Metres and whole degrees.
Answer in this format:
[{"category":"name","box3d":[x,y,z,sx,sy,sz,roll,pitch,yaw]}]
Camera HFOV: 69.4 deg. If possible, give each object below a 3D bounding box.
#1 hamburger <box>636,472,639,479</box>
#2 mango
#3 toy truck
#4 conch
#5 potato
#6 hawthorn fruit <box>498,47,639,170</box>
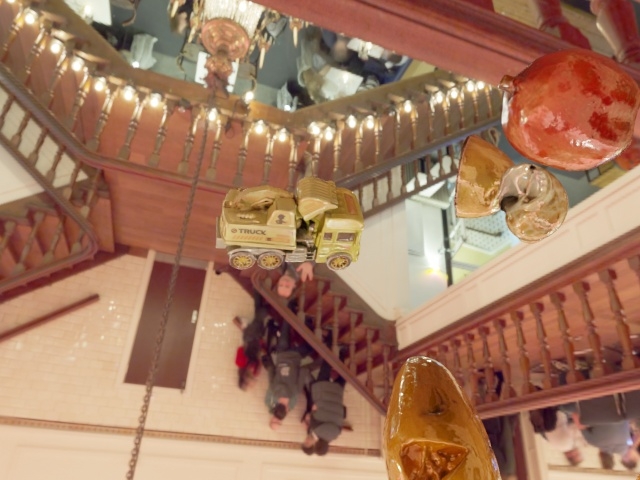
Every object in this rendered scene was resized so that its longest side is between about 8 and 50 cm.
[{"category":"hamburger","box3d":[0.834,0.615,0.949,0.330,0.330,0.250,26,134,-35]},{"category":"mango","box3d":[0.212,0.369,0.861,0.182,0.365,0.253,-26,116,12]},{"category":"toy truck","box3d":[-0.037,-0.028,0.596,0.191,0.085,0.116,2,137,-11]},{"category":"conch","box3d":[0.399,-0.065,0.860,0.106,0.173,0.116,-27,-167,-41]},{"category":"potato","box3d":[0.368,-0.135,1.011,0.117,0.182,0.202,15,142,26]},{"category":"hawthorn fruit","box3d":[0.332,-0.181,0.649,0.188,0.169,0.169,11,150,-6]}]
